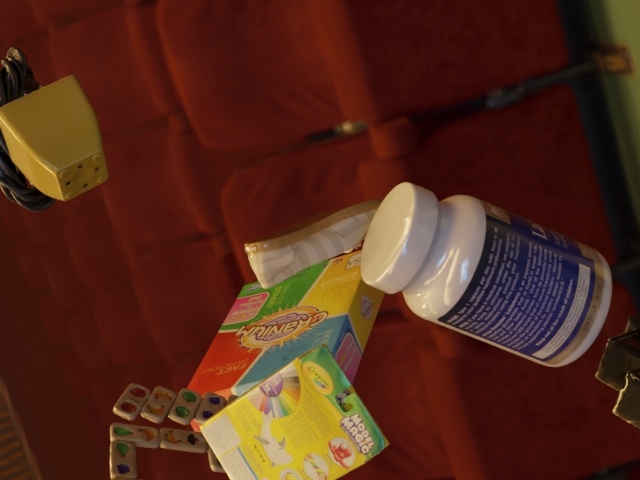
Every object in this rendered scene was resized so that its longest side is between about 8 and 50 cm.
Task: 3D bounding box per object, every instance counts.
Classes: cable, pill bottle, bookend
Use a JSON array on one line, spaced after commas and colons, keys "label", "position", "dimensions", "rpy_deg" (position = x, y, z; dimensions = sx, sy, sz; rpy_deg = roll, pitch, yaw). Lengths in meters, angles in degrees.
[{"label": "cable", "position": [-0.311, -0.117, 1.184], "dimensions": [0.184, 0.047, 0.150], "rpy_deg": [-91, -5, -53]}, {"label": "pill bottle", "position": [0.189, 0.037, 1.290], "dimensions": [0.153, 0.265, 0.153], "rpy_deg": [-54, 24, 37]}, {"label": "bookend", "position": [0.404, 0.170, 1.385], "dimensions": [0.157, 0.156, 0.072], "rpy_deg": [30, 116, 38]}]

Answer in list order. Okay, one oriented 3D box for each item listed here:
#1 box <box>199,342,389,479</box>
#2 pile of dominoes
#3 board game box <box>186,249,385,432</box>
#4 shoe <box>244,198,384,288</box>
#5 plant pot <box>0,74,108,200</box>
[{"label": "box", "position": [-0.019, 0.163, 0.960], "dimensions": [0.179, 0.043, 0.105], "rpy_deg": [-38, 81, 42]}, {"label": "pile of dominoes", "position": [-0.122, 0.233, 1.316], "dimensions": [0.196, 0.251, 0.040], "rpy_deg": [-108, 34, -53]}, {"label": "board game box", "position": [-0.043, 0.142, 1.637], "dimensions": [0.064, 0.242, 0.316], "rpy_deg": [63, -155, -21]}, {"label": "shoe", "position": [0.000, 0.000, 1.366], "dimensions": [0.077, 0.219, 0.058], "rpy_deg": [-11, 98, 52]}, {"label": "plant pot", "position": [-0.240, -0.086, 1.040], "dimensions": [0.083, 0.081, 0.081], "rpy_deg": [52, 159, 27]}]
